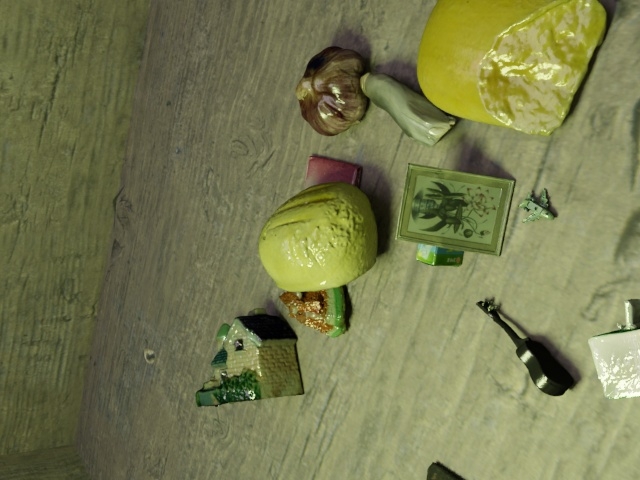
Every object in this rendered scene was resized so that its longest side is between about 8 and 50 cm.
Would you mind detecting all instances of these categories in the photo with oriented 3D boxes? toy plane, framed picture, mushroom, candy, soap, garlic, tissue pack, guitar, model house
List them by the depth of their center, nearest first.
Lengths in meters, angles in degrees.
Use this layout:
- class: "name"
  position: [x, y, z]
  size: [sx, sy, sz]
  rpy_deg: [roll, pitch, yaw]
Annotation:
- class: "tissue pack"
  position: [0.549, 0.164, 1.044]
  size: [0.148, 0.209, 0.156]
  rpy_deg: [-29, 64, 48]
- class: "toy plane"
  position: [0.439, -0.065, 1.337]
  size: [0.083, 0.033, 0.080]
  rpy_deg: [43, 107, 44]
- class: "guitar"
  position: [0.407, 0.203, 1.344]
  size: [0.038, 0.083, 0.271]
  rpy_deg: [-61, 39, 25]
- class: "soap"
  position: [0.361, -0.403, 1.388]
  size: [0.427, 0.115, 0.306]
  rpy_deg: [33, 117, 48]
- class: "framed picture"
  position: [0.288, -0.066, 1.421]
  size: [0.010, 0.231, 0.173]
  rpy_deg: [-48, -34, -79]
- class: "candy"
  position: [0.282, -0.041, 1.485]
  size: [0.062, 0.097, 0.195]
  rpy_deg: [19, 102, 50]
- class: "mushroom"
  position: [0.202, -0.328, 1.598]
  size: [0.097, 0.109, 0.351]
  rpy_deg: [-42, 48, 3]
- class: "garlic"
  position: [0.021, -0.407, 1.787]
  size: [0.245, 0.160, 0.245]
  rpy_deg: [-4, 85, 52]
- class: "model house"
  position: [-0.226, 0.357, 2.011]
  size: [0.298, 0.243, 0.284]
  rpy_deg: [-18, 69, 39]

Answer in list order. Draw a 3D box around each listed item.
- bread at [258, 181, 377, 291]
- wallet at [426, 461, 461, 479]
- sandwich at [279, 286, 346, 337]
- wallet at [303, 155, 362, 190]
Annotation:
- class: "bread"
  position: [-0.004, -0.011, 1.689]
  size: [0.320, 0.320, 0.237]
  rpy_deg: [-5, 111, 52]
- class: "wallet"
  position: [0.336, 0.629, 1.429]
  size: [0.321, 0.044, 0.171]
  rpy_deg: [20, 103, 54]
- class: "sandwich"
  position: [-0.016, 0.175, 1.812]
  size: [0.109, 0.159, 0.185]
  rpy_deg: [105, 153, -46]
- class: "wallet"
  position: [0.029, -0.169, 1.874]
  size: [0.232, 0.025, 0.119]
  rpy_deg: [21, 105, 51]
